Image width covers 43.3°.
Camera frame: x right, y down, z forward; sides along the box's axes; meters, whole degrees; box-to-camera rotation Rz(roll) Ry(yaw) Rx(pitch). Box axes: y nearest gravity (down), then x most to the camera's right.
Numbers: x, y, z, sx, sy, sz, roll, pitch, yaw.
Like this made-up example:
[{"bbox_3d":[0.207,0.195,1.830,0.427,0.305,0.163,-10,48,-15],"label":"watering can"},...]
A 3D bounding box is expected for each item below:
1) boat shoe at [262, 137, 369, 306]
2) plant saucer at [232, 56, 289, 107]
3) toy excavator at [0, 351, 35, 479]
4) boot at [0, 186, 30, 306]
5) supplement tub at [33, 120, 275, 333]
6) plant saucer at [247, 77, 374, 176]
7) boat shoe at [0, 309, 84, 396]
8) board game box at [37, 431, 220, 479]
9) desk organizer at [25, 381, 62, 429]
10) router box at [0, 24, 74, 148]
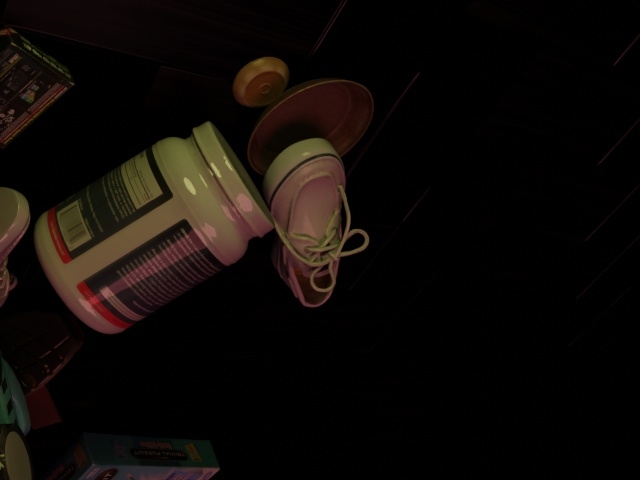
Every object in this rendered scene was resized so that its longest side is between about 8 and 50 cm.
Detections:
[{"bbox_3d":[-0.008,0.004,1.248,0.136,0.156,0.367,-20,152,-18],"label":"boat shoe"},{"bbox_3d":[-0.077,-0.209,1.091,0.083,0.015,0.083,-19,144,-15],"label":"plant saucer"},{"bbox_3d":[-0.466,0.310,1.098,0.222,0.432,0.445,-16,176,-5],"label":"toy excavator"},{"bbox_3d":[-0.448,0.028,1.069,0.258,0.095,0.123,-32,152,18],"label":"boot"},{"bbox_3d":[-0.218,-0.017,1.075,0.272,0.191,0.191,-31,145,2],"label":"supplement tub"},{"bbox_3d":[-0.019,-0.166,1.155,0.199,0.036,0.198,-23,153,-12],"label":"plant saucer"},{"bbox_3d":[-0.504,0.208,1.236,0.324,0.122,0.120,-31,176,5],"label":"boat shoe"},{"bbox_3d":[-0.420,0.517,1.700,0.254,0.079,0.336,-45,143,21],"label":"board game box"},{"bbox_3d":[-0.481,0.268,1.371,0.050,0.047,0.130,-16,143,-15],"label":"desk organizer"},{"bbox_3d":[-0.357,-0.172,0.914,0.122,0.038,0.092,-38,144,11],"label":"router box"}]
